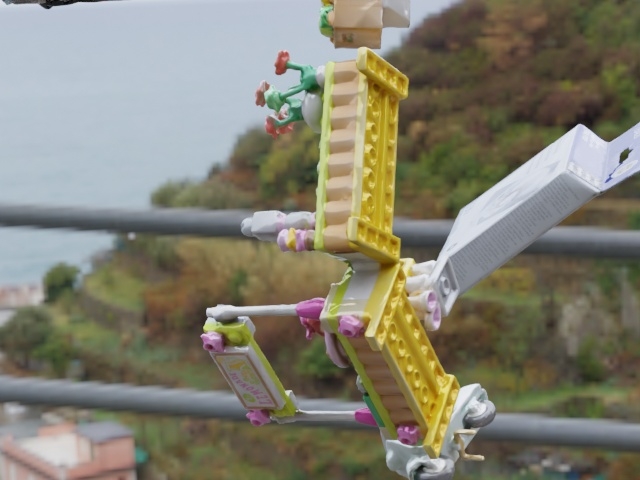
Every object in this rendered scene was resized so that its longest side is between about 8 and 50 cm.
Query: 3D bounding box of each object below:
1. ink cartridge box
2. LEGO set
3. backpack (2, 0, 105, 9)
[{"bbox_3d":[0.225,-0.052,1.463,0.224,0.045,0.223,-36,6,19],"label":"ink cartridge box"},{"bbox_3d":[0.000,0.000,0.734,0.107,0.287,0.132,-4,21,28],"label":"LEGO set"},{"bbox_3d":[-0.154,-0.293,1.209,0.254,0.191,0.225,15,44,44],"label":"backpack"}]
